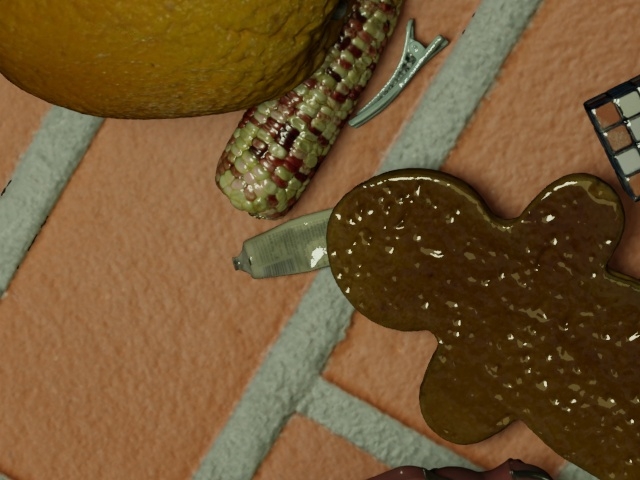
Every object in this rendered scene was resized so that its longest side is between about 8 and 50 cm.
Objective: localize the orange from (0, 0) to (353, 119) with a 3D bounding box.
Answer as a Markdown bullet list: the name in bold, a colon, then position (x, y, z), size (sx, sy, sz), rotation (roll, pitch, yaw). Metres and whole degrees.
- **orange**: position (-0.143, -0.250, 1.528), size (0.357, 0.322, 0.322), rotation (21, 99, -1)

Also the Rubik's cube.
- **Rubik's cube**: position (0.292, -0.097, 1.625), size (0.092, 0.092, 0.092), rotation (-27, 95, 7)

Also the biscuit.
- **biscuit**: position (0.203, 0.072, 1.667), size (0.432, 0.064, 0.283), rotation (29, 109, 2)

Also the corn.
- **corn**: position (-0.006, -0.134, 1.646), size (0.086, 0.086, 0.253), rotation (32, 98, -1)

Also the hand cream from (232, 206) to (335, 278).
- **hand cream**: position (0.000, 0.000, 1.695), size (0.165, 0.037, 0.057), rotation (-15, 96, -1)

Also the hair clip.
- **hair clip**: position (0.063, -0.148, 1.669), size (0.039, 0.030, 0.115), rotation (43, 97, 17)

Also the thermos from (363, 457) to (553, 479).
- **thermos**: position (0.053, 0.267, 1.667), size (0.330, 0.109, 0.136), rotation (-23, 100, 12)
